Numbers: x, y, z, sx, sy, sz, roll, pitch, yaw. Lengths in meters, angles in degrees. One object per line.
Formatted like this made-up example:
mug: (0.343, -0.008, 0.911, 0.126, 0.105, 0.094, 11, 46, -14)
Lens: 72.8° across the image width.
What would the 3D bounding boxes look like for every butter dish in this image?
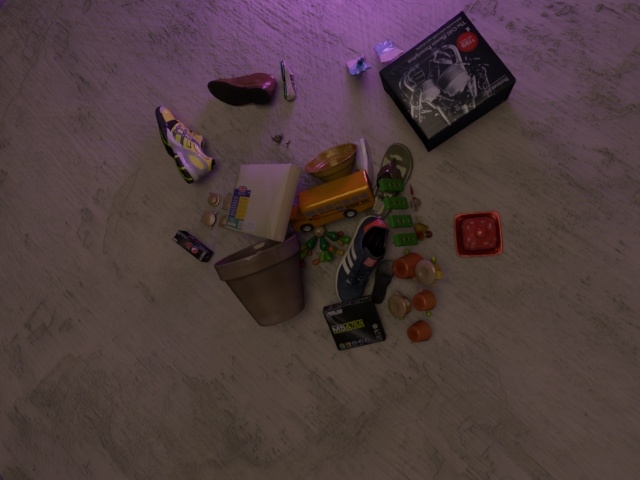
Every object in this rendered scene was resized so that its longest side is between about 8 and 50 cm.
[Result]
butter dish: (0.555, -0.024, 1.518, 0.160, 0.118, 0.160, -4, 86, 15)

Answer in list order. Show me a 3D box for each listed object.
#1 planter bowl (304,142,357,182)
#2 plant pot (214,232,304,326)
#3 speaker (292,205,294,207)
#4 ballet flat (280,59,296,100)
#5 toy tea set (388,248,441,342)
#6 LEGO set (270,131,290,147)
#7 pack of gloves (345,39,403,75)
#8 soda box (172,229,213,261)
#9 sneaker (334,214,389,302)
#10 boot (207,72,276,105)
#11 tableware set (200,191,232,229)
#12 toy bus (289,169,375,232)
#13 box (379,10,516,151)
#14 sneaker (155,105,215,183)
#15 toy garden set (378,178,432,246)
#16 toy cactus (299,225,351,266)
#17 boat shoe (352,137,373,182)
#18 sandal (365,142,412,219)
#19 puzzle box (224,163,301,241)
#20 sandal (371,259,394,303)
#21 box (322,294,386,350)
planter bowl: (0.055, -0.278, 1.652, 0.217, 0.217, 0.090, -21, 118, 13)
plant pot: (-0.193, 0.155, 1.631, 0.324, 0.323, 0.280, -20, 99, 13)
speaker: (-0.172, -0.160, 1.746, 0.136, 0.055, 0.055, 41, 97, 12)
ballet flat: (-0.129, -0.652, 1.771, 0.053, 0.057, 0.168, -6, 89, -14)
toy tea set: (0.354, 0.197, 1.565, 0.200, 0.124, 0.335, 23, 115, 48)
LEGO set: (-0.165, -0.409, 1.778, 0.083, 0.023, 0.054, 43, 100, 0)
pack of gloves: (0.185, -0.690, 1.606, 0.195, 0.232, 0.046, -26, 123, 13)
soda box: (-0.536, 0.024, 1.828, 0.169, 0.060, 0.053, 35, 95, 14)
sneaker: (0.155, 0.083, 1.576, 0.131, 0.148, 0.349, 13, 97, -21)
boot: (-0.323, -0.638, 1.806, 0.306, 0.112, 0.115, 10, 60, 19)
tableware set: (-0.426, -0.125, 1.829, 0.141, 0.020, 0.168, 16, 90, 13)
toy bus: (0.033, -0.142, 1.622, 0.333, 0.130, 0.108, -18, 52, 14)
box: (0.443, -0.553, 1.544, 0.343, 0.179, 0.312, -34, 81, 11)
sneaker: (-0.580, -0.416, 1.845, 0.147, 0.145, 0.384, -27, 76, -19)
toy garden set: (0.301, -0.098, 1.567, 0.049, 0.204, 0.244, -24, 75, 48)
toy cactus: (0.000, 0.000, 1.679, 0.219, 0.112, 0.180, -24, 72, 21)
boat shoe: (0.157, -0.301, 1.666, 0.063, 0.066, 0.184, -12, 86, 28)
sandal: (0.258, -0.217, 1.621, 0.120, 0.086, 0.302, 21, 92, 15)
puzzle box: (-0.230, -0.154, 1.638, 0.409, 0.052, 0.271, 14, 90, 53)
sandal: (0.234, 0.152, 1.637, 0.067, 0.040, 0.179, 22, 107, 20)
box: (0.127, 0.308, 1.613, 0.191, 0.045, 0.184, -16, 112, 13)
